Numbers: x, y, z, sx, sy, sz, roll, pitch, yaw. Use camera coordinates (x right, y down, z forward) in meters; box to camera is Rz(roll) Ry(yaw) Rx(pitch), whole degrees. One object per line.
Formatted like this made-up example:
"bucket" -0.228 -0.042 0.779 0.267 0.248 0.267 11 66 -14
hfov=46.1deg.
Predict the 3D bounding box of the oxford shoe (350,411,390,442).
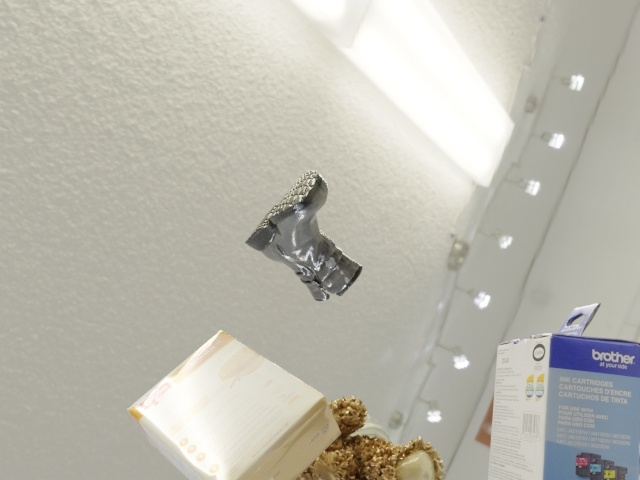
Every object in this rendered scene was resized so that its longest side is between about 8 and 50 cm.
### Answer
"oxford shoe" -0.080 0.445 1.471 0.449 0.130 0.169 -25 -56 3

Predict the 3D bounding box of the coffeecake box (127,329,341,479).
"coffeecake box" -0.096 0.196 0.816 0.142 0.185 0.068 -40 -49 -25

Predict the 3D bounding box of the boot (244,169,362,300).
"boot" 0.000 0.000 1.479 0.118 0.223 0.338 -54 7 -23

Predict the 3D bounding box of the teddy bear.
"teddy bear" 0.024 0.337 1.061 0.113 0.338 0.245 -21 -86 -57

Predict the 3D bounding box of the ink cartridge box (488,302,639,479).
"ink cartridge box" 0.376 0.294 1.186 0.270 0.151 0.395 111 165 -78
